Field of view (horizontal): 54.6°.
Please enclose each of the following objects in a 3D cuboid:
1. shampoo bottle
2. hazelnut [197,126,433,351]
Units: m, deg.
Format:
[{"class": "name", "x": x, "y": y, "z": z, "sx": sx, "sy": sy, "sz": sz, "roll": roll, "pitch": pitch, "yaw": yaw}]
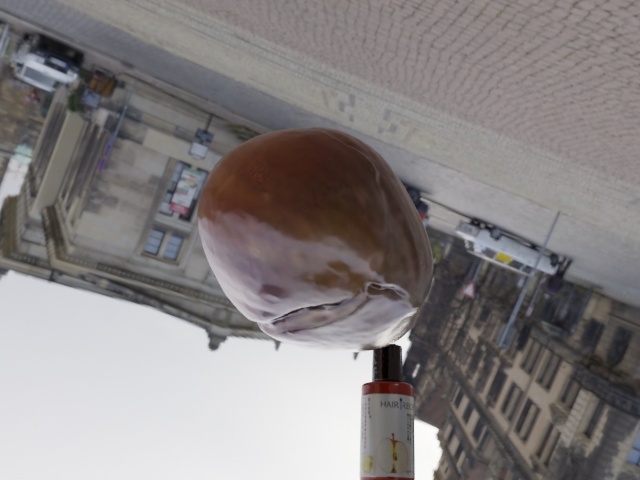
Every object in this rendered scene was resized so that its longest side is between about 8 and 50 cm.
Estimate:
[{"class": "shampoo bottle", "x": 0.128, "y": 0.337, "z": 1.191, "sx": 0.105, "sy": 0.277, "sz": 0.104, "roll": 2, "pitch": 158, "yaw": 1}, {"class": "hazelnut", "x": 0.000, "y": 0.000, "z": 0.916, "sx": 0.372, "sy": 0.315, "sz": 0.372, "roll": 38, "pitch": 172, "yaw": 6}]
